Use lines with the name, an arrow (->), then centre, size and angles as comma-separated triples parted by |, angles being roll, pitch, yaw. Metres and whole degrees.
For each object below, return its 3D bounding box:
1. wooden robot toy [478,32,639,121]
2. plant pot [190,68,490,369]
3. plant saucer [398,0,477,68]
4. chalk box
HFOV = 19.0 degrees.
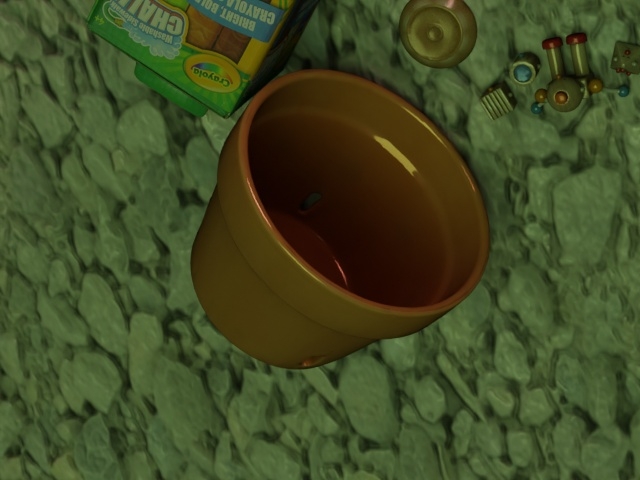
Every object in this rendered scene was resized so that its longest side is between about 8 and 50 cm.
wooden robot toy -> 0.236, -0.159, 1.916 | 0.173, 0.079, 0.076 | -10, 108, 21
plant pot -> 0.000, 0.000, 1.965 | 0.291, 0.291, 0.203 | 42, 134, -1
plant saucer -> 0.119, -0.215, 1.968 | 0.083, 0.015, 0.083 | 6, 113, 16
chalk box -> -0.104, -0.254, 1.933 | 0.180, 0.179, 0.289 | 32, 117, 4
